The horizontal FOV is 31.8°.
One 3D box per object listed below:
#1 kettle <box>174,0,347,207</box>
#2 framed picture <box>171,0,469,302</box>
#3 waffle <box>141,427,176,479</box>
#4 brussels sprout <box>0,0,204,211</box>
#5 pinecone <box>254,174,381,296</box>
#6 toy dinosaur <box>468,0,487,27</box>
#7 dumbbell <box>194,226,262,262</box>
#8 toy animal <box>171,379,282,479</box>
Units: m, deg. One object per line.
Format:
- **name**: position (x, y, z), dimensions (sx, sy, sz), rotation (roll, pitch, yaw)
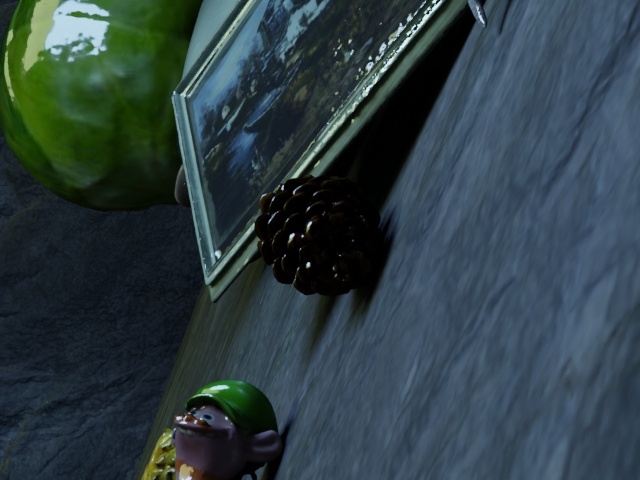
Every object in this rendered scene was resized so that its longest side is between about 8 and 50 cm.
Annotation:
- **kettle**: position (-0.026, -0.157, 1.003), dimensions (0.240, 0.165, 0.255), rotation (-35, 22, 21)
- **framed picture**: position (-0.016, -0.133, 0.756), dimensions (0.296, 0.019, 0.232), rotation (-49, 38, 29)
- **waffle**: position (-0.122, 0.247, 0.894), dimensions (0.193, 0.070, 0.197), rotation (130, 156, -69)
- **brussels sprout**: position (-0.217, -0.174, 1.277), dimensions (0.354, 0.281, 0.289), rotation (90, 175, -69)
- **pinecone**: position (0.000, 0.000, 0.656), dimensions (0.083, 0.077, 0.077), rotation (-105, 35, -61)
- **toy dinosaur**: position (0.098, -0.199, 0.595), dimensions (0.082, 0.039, 0.209), rotation (127, 162, -61)
- **dumbbell**: position (-0.086, -0.030, 1.263), dimensions (0.191, 0.100, 0.100), rotation (142, 148, -76)
- **toy animal**: position (-0.072, 0.182, 0.688), dimensions (0.208, 0.100, 0.103), rotation (-86, -21, -58)
